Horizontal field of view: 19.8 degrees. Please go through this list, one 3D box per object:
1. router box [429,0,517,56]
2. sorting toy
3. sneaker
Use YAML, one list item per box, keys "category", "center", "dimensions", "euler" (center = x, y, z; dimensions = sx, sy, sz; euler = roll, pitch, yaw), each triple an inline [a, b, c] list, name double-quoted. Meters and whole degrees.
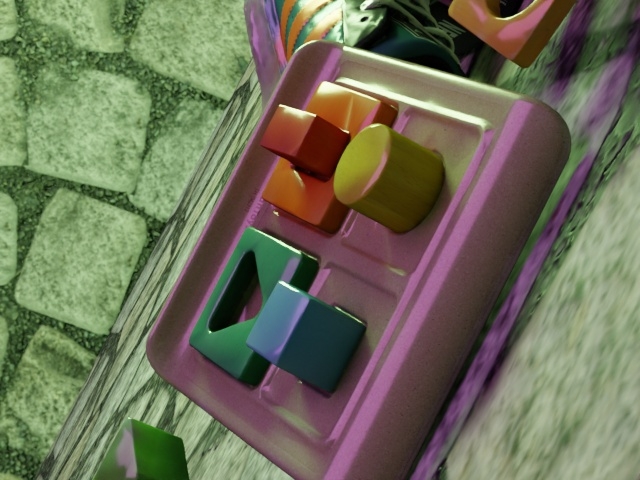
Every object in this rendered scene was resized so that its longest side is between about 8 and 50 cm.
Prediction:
- category: "router box"
  center: [0.095, -0.177, 1.093]
  dimensions: [0.133, 0.046, 0.179]
  euler: [-63, 8, -6]
- category: "sorting toy"
  center: [0.000, 0.000, 0.790]
  dimensions: [0.196, 0.047, 0.348]
  euler: [26, 88, 56]
- category: "sneaker"
  center: [0.031, -0.086, 0.951]
  dimensions: [0.121, 0.108, 0.302]
  euler: [-34, 40, 39]
